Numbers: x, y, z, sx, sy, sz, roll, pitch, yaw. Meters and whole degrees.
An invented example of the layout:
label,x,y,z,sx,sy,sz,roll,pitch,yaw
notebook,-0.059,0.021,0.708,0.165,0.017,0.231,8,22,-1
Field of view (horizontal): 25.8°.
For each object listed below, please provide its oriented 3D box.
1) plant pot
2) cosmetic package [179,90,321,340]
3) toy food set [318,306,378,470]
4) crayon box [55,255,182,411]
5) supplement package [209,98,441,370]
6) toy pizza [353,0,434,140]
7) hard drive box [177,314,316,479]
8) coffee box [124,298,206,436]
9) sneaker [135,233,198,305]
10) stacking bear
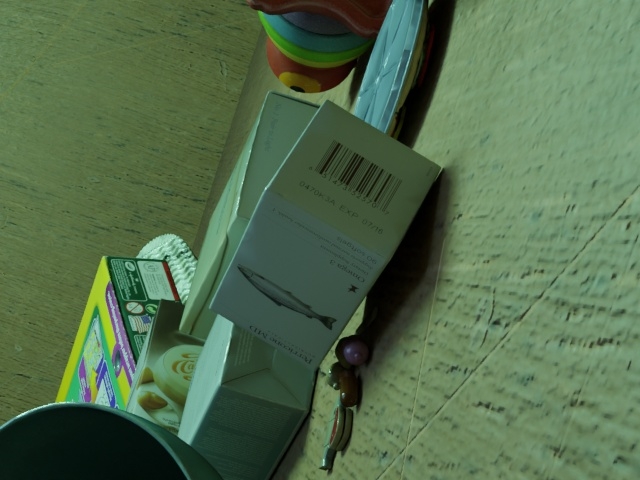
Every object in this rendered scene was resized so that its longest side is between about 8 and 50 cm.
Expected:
label,x,y,z,sx,sy,sz,roll,pitch,yaw
plant pot,-0.168,0.295,1.221,0.195,0.290,0.290,23,-97,-61
cosmetic package,-0.057,-0.008,1.515,0.309,0.113,0.160,120,165,-59
toy food set,0.017,0.113,1.092,0.078,0.019,0.122,123,163,-61
crayon box,-0.251,0.254,1.870,0.363,0.106,0.313,-116,39,-47
supplement package,0.000,0.000,1.074,0.105,0.105,0.179,-59,-1,-36
toy pizza,0.066,-0.140,1.258,0.201,0.032,0.201,-163,90,-82
hard drive box,-0.073,0.143,1.381,0.232,0.089,0.181,118,167,-48
coffee box,-0.150,0.187,1.611,0.246,0.141,0.098,-88,17,-59
sneaker,-0.168,0.119,2.035,0.102,0.146,0.293,-31,42,1
stacking bear,0.001,-0.252,1.525,0.289,0.175,0.164,110,173,-74
